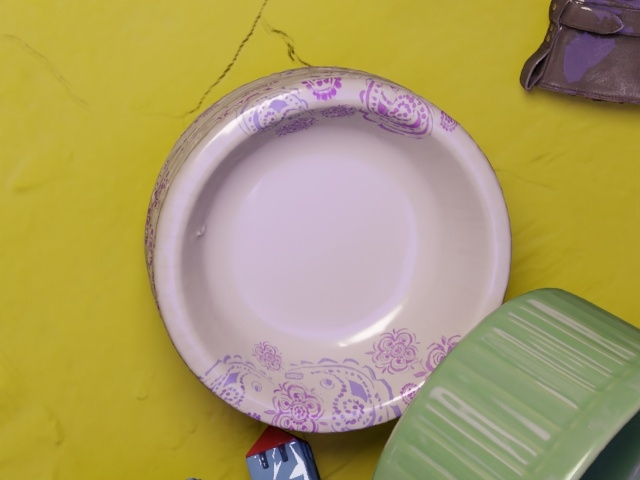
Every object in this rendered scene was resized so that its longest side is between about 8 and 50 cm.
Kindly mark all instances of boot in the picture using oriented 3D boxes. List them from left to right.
[{"bbox_3d":[0.302,-0.220,1.354,0.263,0.091,0.229,1,109,-7],"label":"boot"}]

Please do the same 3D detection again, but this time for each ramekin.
[{"bbox_3d":[0.172,0.185,1.297,0.303,0.148,0.303,-38,148,-29],"label":"ramekin"}]

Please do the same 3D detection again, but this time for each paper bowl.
[{"bbox_3d":[0.000,0.000,1.306,0.284,0.148,0.284,-3,105,-10],"label":"paper bowl"}]

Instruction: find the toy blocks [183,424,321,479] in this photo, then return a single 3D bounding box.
[{"bbox_3d":[-0.119,0.313,1.327,0.381,0.191,0.261,-21,74,9],"label":"toy blocks"}]
